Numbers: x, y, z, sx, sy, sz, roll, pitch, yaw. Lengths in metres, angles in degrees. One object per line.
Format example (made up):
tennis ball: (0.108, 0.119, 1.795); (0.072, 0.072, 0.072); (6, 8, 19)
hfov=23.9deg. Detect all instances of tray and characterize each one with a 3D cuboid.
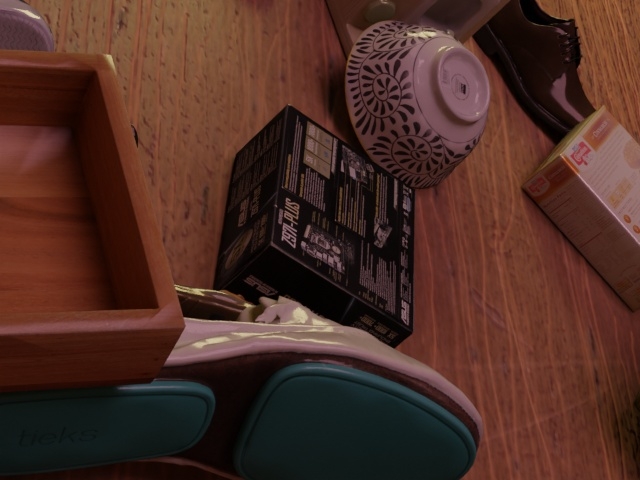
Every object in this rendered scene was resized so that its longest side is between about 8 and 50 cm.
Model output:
tray: (-0.297, -0.012, 0.826); (0.411, 0.076, 0.202); (-1, 56, -27)

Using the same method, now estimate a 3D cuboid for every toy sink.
toy sink: (0.098, -0.277, 1.594); (0.153, 0.131, 0.234); (15, 47, -40)

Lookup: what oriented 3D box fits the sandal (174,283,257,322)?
sandal: (-0.077, 0.066, 1.119); (0.180, 0.072, 0.049); (23, 19, -27)

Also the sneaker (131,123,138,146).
sneaker: (-0.205, -0.095, 1.115); (0.170, 0.075, 0.063); (34, 36, -20)

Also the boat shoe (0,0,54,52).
boat shoe: (-0.344, -0.148, 0.990); (0.335, 0.121, 0.119); (9, 23, -36)

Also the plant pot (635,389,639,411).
plant pot: (0.502, 0.192, 1.431); (0.353, 0.366, 0.366); (45, 32, 14)

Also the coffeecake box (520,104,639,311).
coffeecake box: (0.326, -0.037, 1.659); (0.185, 0.068, 0.142); (48, 41, -1)

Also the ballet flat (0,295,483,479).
ballet flat: (-0.071, 0.088, 1.009); (0.400, 0.139, 0.139); (8, 50, -29)

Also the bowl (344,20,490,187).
bowl: (0.111, -0.142, 1.466); (0.170, 0.080, 0.170); (13, 70, -41)

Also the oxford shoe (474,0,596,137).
oxford shoe: (0.268, -0.205, 1.750); (0.227, 0.096, 0.083); (53, 32, 4)

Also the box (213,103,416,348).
box: (0.000, 0.000, 1.251); (0.147, 0.077, 0.180); (32, 36, -24)
